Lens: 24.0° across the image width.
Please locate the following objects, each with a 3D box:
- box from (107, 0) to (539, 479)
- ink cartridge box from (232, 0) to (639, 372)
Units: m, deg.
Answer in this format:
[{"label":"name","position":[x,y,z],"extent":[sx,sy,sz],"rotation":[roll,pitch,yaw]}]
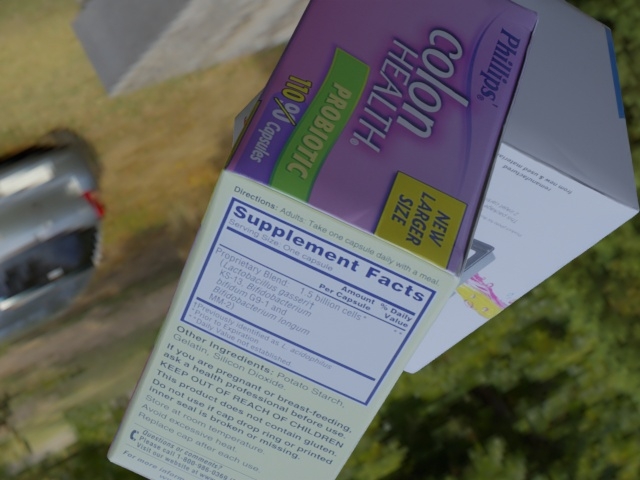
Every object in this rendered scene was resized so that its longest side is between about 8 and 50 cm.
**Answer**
[{"label":"box","position":[0.000,0.000,0.810],"extent":[0.243,0.117,0.213],"rotation":[117,-3,-45]},{"label":"ink cartridge box","position":[0.076,-0.063,1.184],"extent":[0.197,0.198,0.270],"rotation":[24,137,-27]}]
